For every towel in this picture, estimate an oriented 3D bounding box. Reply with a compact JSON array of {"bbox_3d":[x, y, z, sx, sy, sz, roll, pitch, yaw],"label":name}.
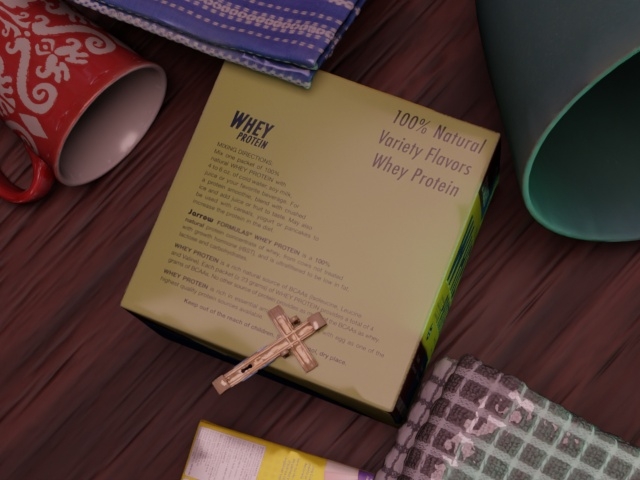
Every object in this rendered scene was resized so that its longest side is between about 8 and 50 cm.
[{"bbox_3d":[-0.044,-0.268,1.104,0.243,0.040,0.336,21,54,11],"label":"towel"},{"bbox_3d":[0.155,0.235,0.972,0.284,0.121,0.235,29,81,-6],"label":"towel"}]

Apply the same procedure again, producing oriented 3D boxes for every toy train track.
[{"bbox_3d":[-0.034,0.072,0.973,0.083,0.014,0.048,-34,77,-1],"label":"toy train track"}]

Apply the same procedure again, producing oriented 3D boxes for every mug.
[{"bbox_3d":[-0.226,-0.122,1.124,0.169,0.113,0.150,40,82,15],"label":"mug"}]

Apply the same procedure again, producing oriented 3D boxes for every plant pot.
[{"bbox_3d":[0.234,-0.174,1.013,0.293,0.293,0.235,-19,63,1],"label":"plant pot"}]

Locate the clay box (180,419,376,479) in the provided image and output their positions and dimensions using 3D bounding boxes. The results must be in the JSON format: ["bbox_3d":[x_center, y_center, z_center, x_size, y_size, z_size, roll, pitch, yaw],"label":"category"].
[{"bbox_3d":[0.003,0.219,1.057,0.222,0.053,0.127,17,81,6],"label":"clay box"}]

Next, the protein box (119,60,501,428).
[{"bbox_3d":[0.000,0.000,1.062,0.200,0.136,0.201,20,81,10],"label":"protein box"}]
